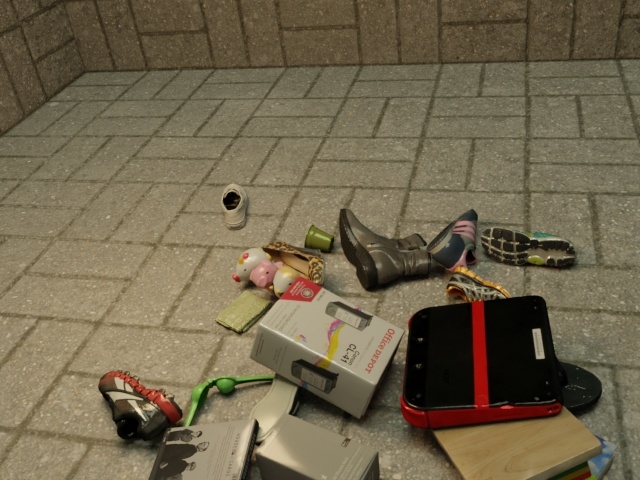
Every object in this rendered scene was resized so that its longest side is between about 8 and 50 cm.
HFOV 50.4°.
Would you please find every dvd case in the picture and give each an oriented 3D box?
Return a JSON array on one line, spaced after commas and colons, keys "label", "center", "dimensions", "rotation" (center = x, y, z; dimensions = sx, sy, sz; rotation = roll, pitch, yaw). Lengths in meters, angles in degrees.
[{"label": "dvd case", "center": [-0.259, 0.480, 1.483], "dimensions": [0.239, 0.029, 0.179], "rotation": [-12, 38, 21]}]

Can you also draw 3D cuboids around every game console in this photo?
[{"label": "game console", "center": [0.360, 0.269, 1.568], "dimensions": [0.342, 0.060, 0.386], "rotation": [-8, 30, 16]}]

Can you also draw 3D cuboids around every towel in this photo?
[{"label": "towel", "center": [-0.219, 0.202, 1.946], "dimensions": [0.110, 0.027, 0.148], "rotation": [19, 43, 32]}]

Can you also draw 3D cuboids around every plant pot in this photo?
[{"label": "plant pot", "center": [0.000, 0.000, 2.159], "dimensions": [0.079, 0.083, 0.083], "rotation": [17, 40, 13]}]

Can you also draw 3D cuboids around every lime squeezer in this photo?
[{"label": "lime squeezer", "center": [-0.245, 0.378, 1.673], "dimensions": [0.310, 0.058, 0.110], "rotation": [-28, 39, -28]}]

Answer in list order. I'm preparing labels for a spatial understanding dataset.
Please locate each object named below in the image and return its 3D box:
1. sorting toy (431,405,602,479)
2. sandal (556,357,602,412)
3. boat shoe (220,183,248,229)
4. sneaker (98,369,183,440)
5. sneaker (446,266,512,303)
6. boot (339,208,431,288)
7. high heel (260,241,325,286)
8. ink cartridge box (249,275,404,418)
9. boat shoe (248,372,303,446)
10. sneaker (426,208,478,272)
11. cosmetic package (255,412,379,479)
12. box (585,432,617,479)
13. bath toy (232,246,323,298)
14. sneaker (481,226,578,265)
[{"label": "sorting toy", "center": [0.394, 0.425, 1.393], "dimensions": [0.257, 0.089, 0.255], "rotation": [-23, 23, -6]}, {"label": "sandal", "center": [0.431, 0.290, 1.615], "dimensions": [0.446, 0.107, 0.167], "rotation": [13, 40, 29]}, {"label": "boat shoe", "center": [-0.311, -0.143, 2.409], "dimensions": [0.096, 0.088, 0.267], "rotation": [-7, 35, 1]}, {"label": "sneaker", "center": [-0.465, 0.402, 1.644], "dimensions": [0.276, 0.097, 0.135], "rotation": [14, 46, 36]}, {"label": "sneaker", "center": [0.438, 0.152, 1.852], "dimensions": [0.215, 0.084, 0.083], "rotation": [29, 70, 40]}, {"label": "boot", "center": [0.193, 0.012, 2.083], "dimensions": [0.223, 0.118, 0.338], "rotation": [-12, 45, -11]}, {"label": "high heel", "center": [-0.084, 0.076, 2.008], "dimensions": [0.186, 0.093, 0.261], "rotation": [7, 18, -9]}, {"label": "ink cartridge box", "center": [0.019, 0.249, 1.642], "dimensions": [0.306, 0.131, 0.226], "rotation": [25, 37, 12]}, {"label": "boat shoe", "center": [-0.099, 0.391, 1.603], "dimensions": [0.095, 0.079, 0.254], "rotation": [1, 33, 16]}, {"label": "sneaker", "center": [0.424, 0.008, 2.054], "dimensions": [0.131, 0.112, 0.319], "rotation": [49, 38, 3]}, {"label": "cosmetic package", "center": [-0.006, 0.475, 1.443], "dimensions": [0.238, 0.107, 0.127], "rotation": [15, 41, 25]}, {"label": "box", "center": [0.518, 0.467, 1.398], "dimensions": [0.109, 0.042, 0.178], "rotation": [24, 46, 38]}, {"label": "bath toy", "center": [-0.134, 0.117, 1.949], "dimensions": [0.129, 0.151, 0.348], "rotation": [-32, 38, -26]}, {"label": "sneaker", "center": [0.612, 0.018, 2.007], "dimensions": [0.275, 0.107, 0.110], "rotation": [11, 19, 18]}]
